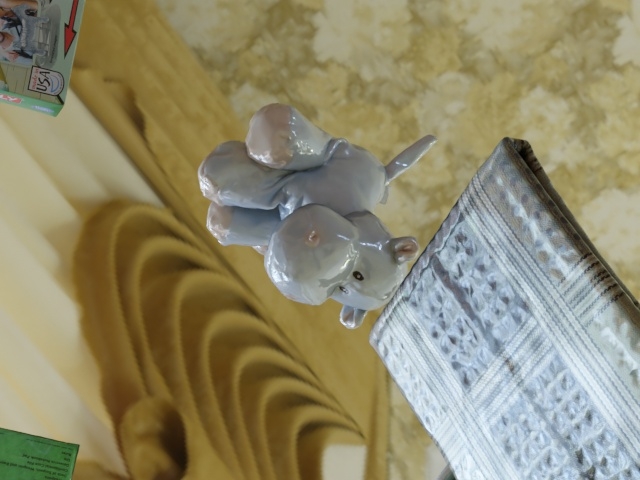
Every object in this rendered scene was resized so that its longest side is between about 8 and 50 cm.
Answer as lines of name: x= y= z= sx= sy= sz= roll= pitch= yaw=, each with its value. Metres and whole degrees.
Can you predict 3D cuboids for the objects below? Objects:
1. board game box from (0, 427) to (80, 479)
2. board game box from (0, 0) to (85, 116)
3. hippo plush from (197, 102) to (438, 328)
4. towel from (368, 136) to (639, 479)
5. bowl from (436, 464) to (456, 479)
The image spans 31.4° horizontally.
board game box: x=-0.266 y=0.154 z=0.634 sx=0.030 sy=0.260 sz=0.136 roll=-12 pitch=-118 yaw=48
board game box: x=-0.304 y=-0.287 z=1.002 sx=0.046 sy=0.214 sz=0.317 roll=161 pitch=-61 yaw=-66
hippo plush: x=0.000 y=0.000 z=1.391 sx=0.234 sy=0.294 sz=0.236 roll=-50 pitch=-136 yaw=36
towel: x=0.183 y=0.122 z=0.950 sx=0.056 sy=0.324 sz=0.312 roll=-14 pitch=150 yaw=-32
bowl: x=0.287 y=0.341 z=1.465 sx=0.312 sy=0.311 sz=0.163 roll=-30 pitch=-169 yaw=14
